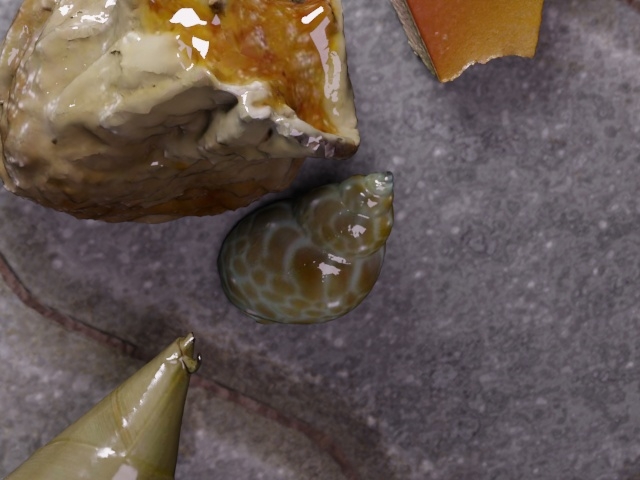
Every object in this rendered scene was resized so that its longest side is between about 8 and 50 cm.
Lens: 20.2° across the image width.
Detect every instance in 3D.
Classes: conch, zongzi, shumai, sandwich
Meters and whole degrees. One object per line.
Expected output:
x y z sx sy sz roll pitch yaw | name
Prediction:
-0.005 0.014 1.562 0.173 0.106 0.116 -20 96 1 | conch
-0.154 0.349 1.581 0.418 0.181 0.447 -41 120 -4 | zongzi
-0.100 -0.105 1.393 0.314 0.262 0.267 -29 115 -8 | shumai
0.103 -0.219 1.544 0.193 0.058 0.163 2 108 -25 | sandwich
